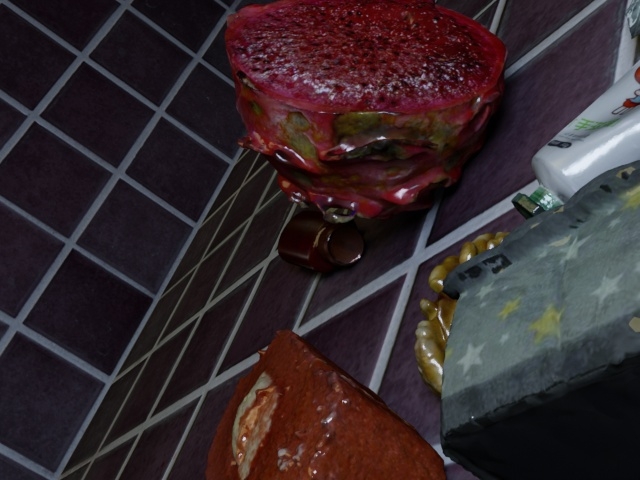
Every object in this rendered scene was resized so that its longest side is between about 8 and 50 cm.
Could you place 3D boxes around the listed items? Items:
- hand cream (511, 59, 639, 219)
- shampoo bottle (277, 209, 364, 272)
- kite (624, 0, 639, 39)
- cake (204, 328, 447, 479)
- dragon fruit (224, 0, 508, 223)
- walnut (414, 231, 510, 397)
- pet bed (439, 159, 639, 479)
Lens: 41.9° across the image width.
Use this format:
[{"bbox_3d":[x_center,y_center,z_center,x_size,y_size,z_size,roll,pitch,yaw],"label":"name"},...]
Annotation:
[{"bbox_3d":[0.303,-0.140,0.741,0.336,0.076,0.121,-47,15,3],"label":"hand cream"},{"bbox_3d":[0.000,0.000,1.327,0.102,0.064,0.260,-56,15,-7],"label":"shampoo bottle"},{"bbox_3d":[0.435,-0.324,0.783,0.360,0.022,0.204,-38,16,46],"label":"kite"},{"bbox_3d":[-0.011,0.205,0.761,0.177,0.151,0.283,-52,20,-3],"label":"cake"},{"bbox_3d":[0.047,-0.172,1.104,0.371,0.386,0.248,-37,-38,-41],"label":"dragon fruit"},{"bbox_3d":[0.139,0.059,0.777,0.143,0.069,0.170,-43,16,42],"label":"walnut"},{"bbox_3d":[0.182,0.050,0.443,0.211,0.183,0.159,-38,24,45],"label":"pet bed"}]
